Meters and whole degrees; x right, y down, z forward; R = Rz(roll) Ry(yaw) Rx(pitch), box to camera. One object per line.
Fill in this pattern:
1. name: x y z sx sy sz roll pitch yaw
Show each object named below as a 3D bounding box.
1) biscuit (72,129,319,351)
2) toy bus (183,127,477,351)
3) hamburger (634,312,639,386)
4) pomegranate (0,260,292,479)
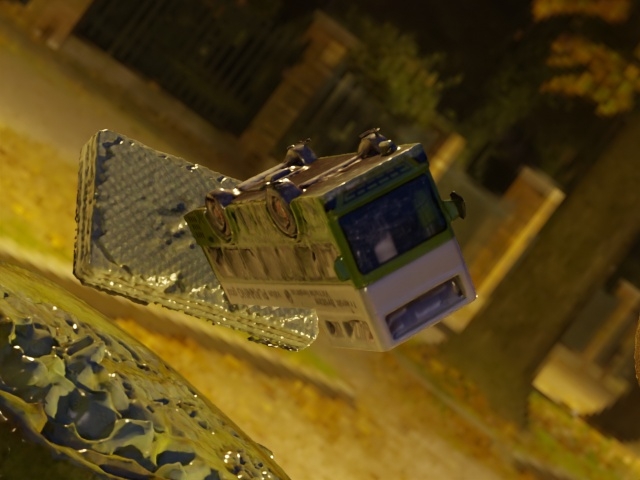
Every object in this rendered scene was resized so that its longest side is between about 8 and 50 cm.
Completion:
1. biscuit: -0.108 0.003 1.568 0.252 0.052 0.150 22 53 -30
2. toy bus: 0.000 0.000 1.322 0.139 0.113 0.301 66 -21 -10
3. hamburger: 0.350 0.099 1.178 0.302 0.261 0.186 -4 -47 37
4. pomegranate: -0.155 0.173 1.055 0.310 0.216 0.358 36 -2 28
